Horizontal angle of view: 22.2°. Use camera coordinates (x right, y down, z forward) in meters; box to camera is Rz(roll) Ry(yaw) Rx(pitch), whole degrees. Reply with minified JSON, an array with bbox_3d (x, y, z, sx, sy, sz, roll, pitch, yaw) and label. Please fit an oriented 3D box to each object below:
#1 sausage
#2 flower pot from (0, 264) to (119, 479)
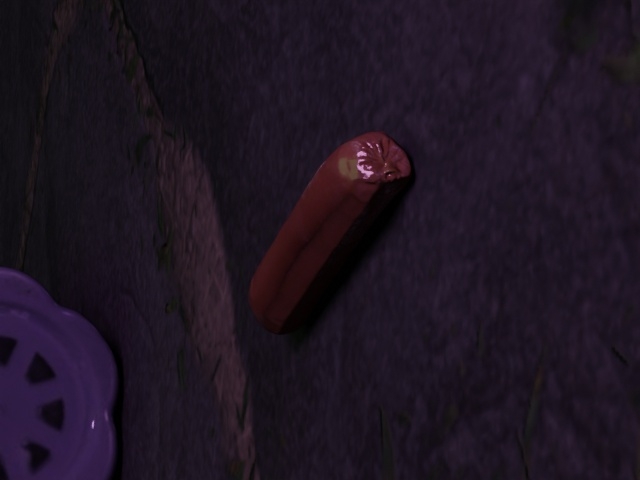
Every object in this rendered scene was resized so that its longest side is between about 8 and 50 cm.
[{"bbox_3d":[0.000,0.000,0.728,0.030,0.035,0.147,59,145,19],"label":"sausage"},{"bbox_3d":[-0.268,0.123,1.116,0.243,0.265,0.265,-24,63,54],"label":"flower pot"}]
